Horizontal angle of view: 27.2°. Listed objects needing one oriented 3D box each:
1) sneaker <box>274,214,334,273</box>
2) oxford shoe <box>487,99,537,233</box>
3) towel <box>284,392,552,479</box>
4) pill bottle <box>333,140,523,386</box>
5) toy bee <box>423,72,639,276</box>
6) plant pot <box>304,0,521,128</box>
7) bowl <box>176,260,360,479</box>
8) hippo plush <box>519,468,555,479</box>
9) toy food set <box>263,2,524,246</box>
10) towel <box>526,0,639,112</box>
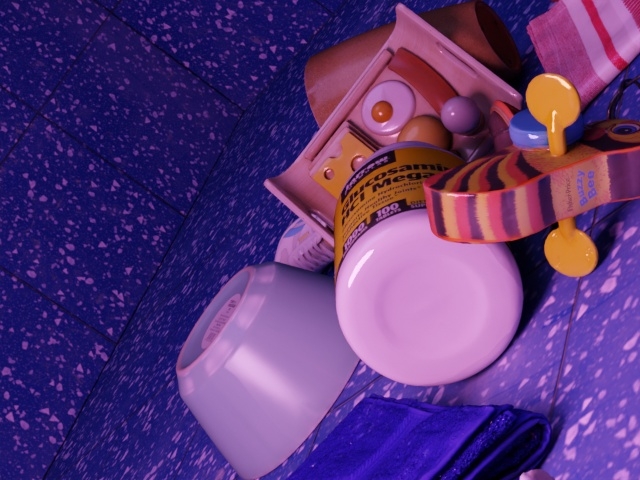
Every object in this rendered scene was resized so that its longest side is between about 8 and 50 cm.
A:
[{"bbox_3d":[0.000,0.000,2.064,0.228,0.087,0.092,-50,16,26],"label":"sneaker"},{"bbox_3d":[0.223,-0.087,1.493,0.098,0.097,0.271,-57,12,14],"label":"oxford shoe"},{"bbox_3d":[0.052,0.223,1.214,0.228,0.076,0.308,-38,8,-21],"label":"towel"},{"bbox_3d":[0.107,0.005,1.443,0.188,0.188,0.334,-50,14,16],"label":"pill bottle"},{"bbox_3d":[0.250,-0.079,1.232,0.298,0.195,0.162,-46,35,-16],"label":"toy bee"},{"bbox_3d":[0.150,-0.226,1.884,0.254,0.237,0.237,-30,23,27],"label":"plant pot"},{"bbox_3d":[-0.081,0.152,1.796,0.311,0.163,0.311,-50,15,18],"label":"bowl"},{"bbox_3d":[0.100,0.291,0.840,0.237,0.234,0.294,-25,27,-9],"label":"hippo plush"},{"bbox_3d":[0.092,-0.128,1.737,0.306,0.220,0.092,-52,-20,7],"label":"toy food set"},{"bbox_3d":[0.381,-0.317,1.578,0.329,0.037,0.237,-48,23,24],"label":"towel"}]
